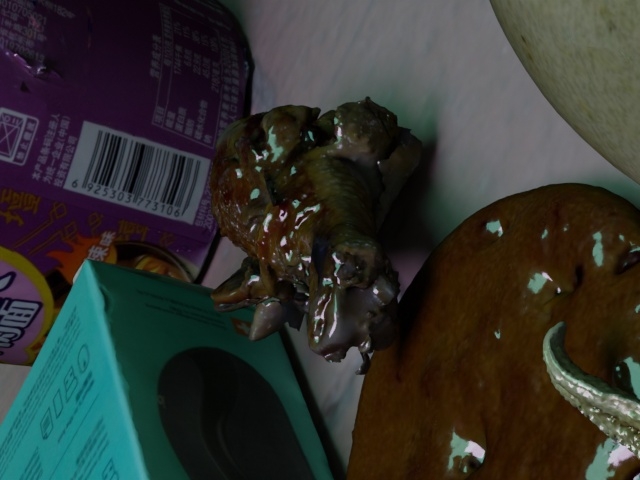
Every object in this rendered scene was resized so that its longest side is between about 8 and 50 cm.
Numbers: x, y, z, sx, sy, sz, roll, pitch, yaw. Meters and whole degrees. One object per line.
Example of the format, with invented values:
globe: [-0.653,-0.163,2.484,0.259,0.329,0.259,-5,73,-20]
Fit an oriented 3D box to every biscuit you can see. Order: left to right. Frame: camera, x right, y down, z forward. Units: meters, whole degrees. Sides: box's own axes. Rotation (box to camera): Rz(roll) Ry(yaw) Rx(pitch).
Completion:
biscuit: [0.072,0.074,0.749,0.212,0.036,0.212,-36,45,46]

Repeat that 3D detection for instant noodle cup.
instant noodle cup: [-0.217,-0.071,1.101,0.340,0.266,0.340,-34,48,49]

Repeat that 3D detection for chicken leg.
chicken leg: [0.002,-0.008,0.865,0.196,0.080,0.125,9,82,68]

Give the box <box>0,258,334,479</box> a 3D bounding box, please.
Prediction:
box: [-0.077,0.184,0.871,0.205,0.118,0.311,-61,30,26]

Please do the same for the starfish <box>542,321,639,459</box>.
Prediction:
starfish: [0.143,0.093,0.598,0.223,0.050,0.217,46,126,40]

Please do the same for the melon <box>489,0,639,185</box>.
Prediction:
melon: [0.170,-0.155,0.454,0.268,0.268,0.330,-126,43,-56]
